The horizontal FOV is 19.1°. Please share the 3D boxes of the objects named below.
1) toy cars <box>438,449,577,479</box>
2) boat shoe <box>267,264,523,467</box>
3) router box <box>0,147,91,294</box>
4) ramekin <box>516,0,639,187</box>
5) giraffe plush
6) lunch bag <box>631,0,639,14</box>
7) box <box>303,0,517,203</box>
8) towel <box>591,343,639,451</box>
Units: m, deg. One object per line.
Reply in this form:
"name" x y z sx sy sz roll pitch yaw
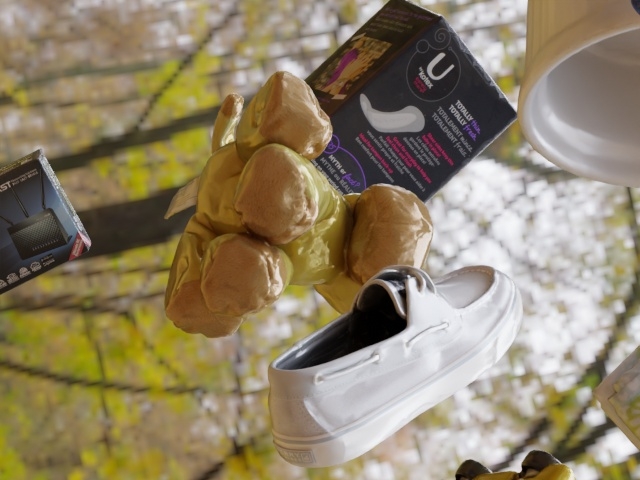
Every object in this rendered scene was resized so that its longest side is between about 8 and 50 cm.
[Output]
"toy cars" 0.053 0.281 1.416 0.087 0.393 0.176 48 22 -11
"boat shoe" 0.038 0.048 0.982 0.066 0.184 0.063 14 -56 46
"router box" -0.267 -0.009 1.602 0.092 0.122 0.038 63 1 -17
"ramekin" 0.298 -0.165 1.576 0.277 0.277 0.135 121 -27 -59
"giraffe plush" 0.000 0.000 1.288 0.181 0.170 0.210 -68 -163 -2
"lunch bag" 0.191 -0.123 0.870 0.067 0.098 0.065 -23 -136 39
"box" 0.060 -0.124 2.175 0.165 0.270 0.143 49 -4 -26
"towel" 0.498 0.177 1.868 0.374 0.320 0.090 47 -10 6
